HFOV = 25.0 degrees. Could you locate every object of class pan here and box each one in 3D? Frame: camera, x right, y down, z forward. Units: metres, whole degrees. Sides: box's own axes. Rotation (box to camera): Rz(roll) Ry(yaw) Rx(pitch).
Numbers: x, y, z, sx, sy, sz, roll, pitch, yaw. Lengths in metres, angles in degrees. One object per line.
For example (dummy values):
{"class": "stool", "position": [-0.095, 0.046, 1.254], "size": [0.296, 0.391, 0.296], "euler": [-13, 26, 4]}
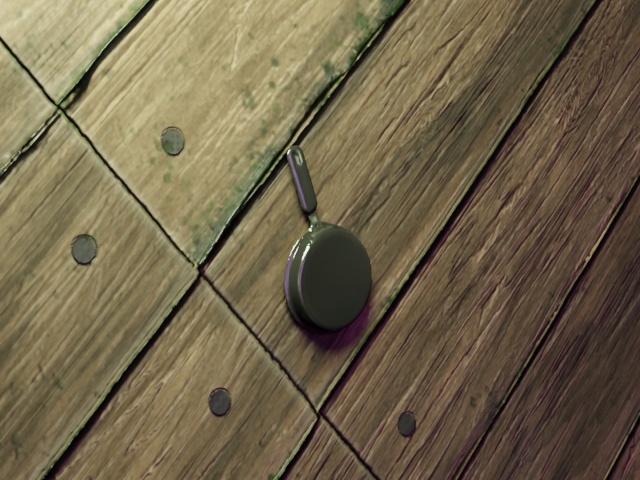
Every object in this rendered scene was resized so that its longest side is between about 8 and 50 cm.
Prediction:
{"class": "pan", "position": [0.000, 0.000, 1.724], "size": [0.136, 0.028, 0.235], "euler": [-25, 106, -39]}
